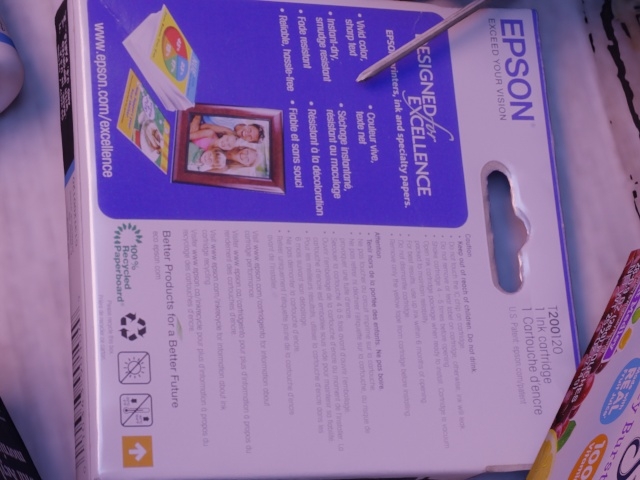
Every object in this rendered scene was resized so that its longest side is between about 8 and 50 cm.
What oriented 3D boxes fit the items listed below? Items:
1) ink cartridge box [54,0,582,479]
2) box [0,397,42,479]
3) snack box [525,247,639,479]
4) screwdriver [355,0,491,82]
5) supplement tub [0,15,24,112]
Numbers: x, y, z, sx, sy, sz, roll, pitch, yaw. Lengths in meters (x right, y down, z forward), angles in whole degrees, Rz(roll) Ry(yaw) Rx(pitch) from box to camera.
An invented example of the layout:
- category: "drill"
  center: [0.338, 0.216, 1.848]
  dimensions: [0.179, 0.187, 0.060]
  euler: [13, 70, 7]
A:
- category: "ink cartridge box"
  center: [0.000, 0.000, 0.750]
  dimensions: [0.208, 0.045, 0.206]
  euler: [1, 73, -19]
- category: "box"
  center: [-0.197, 0.223, 0.571]
  dimensions: [0.293, 0.212, 0.395]
  euler: [-31, 71, 2]
- category: "snack box"
  center: [0.132, 0.091, 0.652]
  dimensions: [0.070, 0.174, 0.207]
  euler: [29, 75, -9]
- category: "screwdriver"
  center: [0.079, -0.112, 0.779]
  dimensions: [0.170, 0.024, 0.025]
  euler: [-29, 113, -24]
- category: "supplement tub"
  center: [-0.178, -0.101, 0.791]
  dimensions: [0.071, 0.071, 0.107]
  euler: [-26, 75, -4]
